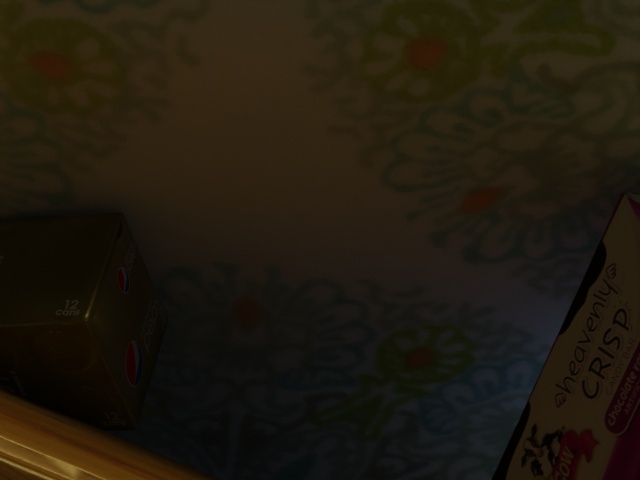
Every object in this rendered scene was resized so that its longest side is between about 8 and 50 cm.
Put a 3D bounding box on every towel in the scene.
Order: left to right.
[{"bbox_3d":[0.000,0.000,0.797,0.320,0.090,0.374,2,-39,-4],"label":"towel"}]

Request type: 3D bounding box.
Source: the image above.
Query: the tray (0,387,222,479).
[{"bbox_3d":[-0.111,0.085,0.592,0.411,0.076,0.203,24,-4,-12],"label":"tray"}]

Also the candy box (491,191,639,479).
[{"bbox_3d":[0.178,0.077,0.747,0.233,0.159,0.071,10,18,-44],"label":"candy box"}]

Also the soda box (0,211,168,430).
[{"bbox_3d":[-0.155,0.035,0.721,0.181,0.058,0.061,-4,-47,16],"label":"soda box"}]
